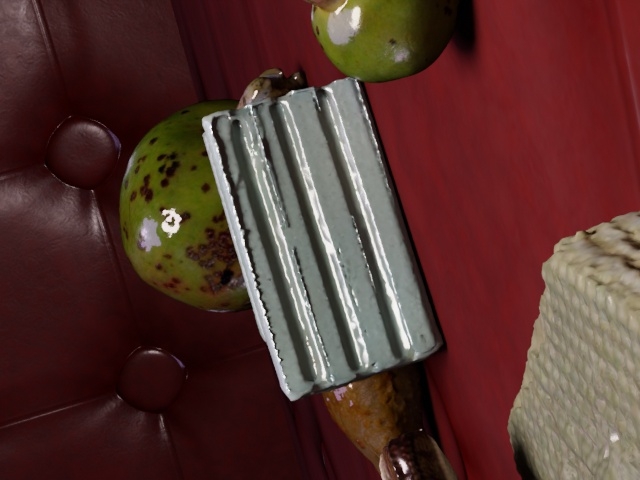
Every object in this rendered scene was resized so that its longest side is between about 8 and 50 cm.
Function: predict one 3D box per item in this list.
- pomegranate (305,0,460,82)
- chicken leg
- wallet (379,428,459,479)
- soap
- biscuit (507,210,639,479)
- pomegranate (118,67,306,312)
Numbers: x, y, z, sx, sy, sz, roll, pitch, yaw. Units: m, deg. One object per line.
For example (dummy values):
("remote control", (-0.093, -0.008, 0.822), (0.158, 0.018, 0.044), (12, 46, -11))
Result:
("pomegranate", (0.021, -0.106, 0.600), (0.073, 0.085, 0.073), (173, 90, -78))
("chicken leg", (0.032, 0.088, 1.047), (0.177, 0.083, 0.322), (68, -178, -51))
("wallet", (0.120, 0.245, 0.522), (0.275, 0.068, 0.335), (65, 180, -52))
("soap", (0.000, 0.000, 0.898), (0.063, 0.115, 0.198), (116, 138, -81))
("biscuit", (0.113, 0.083, 0.447), (0.252, 0.052, 0.150), (87, 165, -62))
("pomegranate", (-0.078, -0.049, 1.191), (0.248, 0.202, 0.202), (-59, 41, 43))
